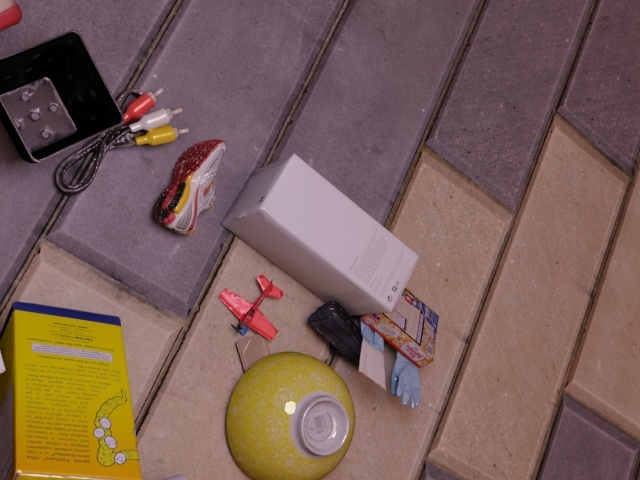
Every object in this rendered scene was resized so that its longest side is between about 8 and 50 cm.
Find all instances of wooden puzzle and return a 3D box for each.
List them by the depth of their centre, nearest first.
[{"bbox_3d":[-0.140,0.235,1.855,0.079,0.014,0.116,-10,89,-35],"label":"wooden puzzle"}]

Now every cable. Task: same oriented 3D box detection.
[{"bbox_3d":[-0.404,-0.206,1.724,0.287,0.072,0.139,-35,96,-29],"label":"cable"}]

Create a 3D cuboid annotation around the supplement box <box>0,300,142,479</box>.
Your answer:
[{"bbox_3d":[-0.434,0.302,1.461,0.195,0.194,0.356,13,36,-29],"label":"supplement box"}]

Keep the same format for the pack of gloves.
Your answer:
[{"bbox_3d":[0.143,0.258,1.957,0.195,0.046,0.232,37,34,-25],"label":"pack of gloves"}]

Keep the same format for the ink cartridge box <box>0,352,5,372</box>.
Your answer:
[{"bbox_3d":[-0.606,0.157,1.469,0.093,0.219,0.160,-16,92,-31],"label":"ink cartridge box"}]

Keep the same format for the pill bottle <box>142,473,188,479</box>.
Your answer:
[{"bbox_3d":[-0.363,0.523,1.604,0.272,0.152,0.152,-12,90,-31],"label":"pill bottle"}]

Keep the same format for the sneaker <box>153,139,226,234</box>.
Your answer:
[{"bbox_3d":[-0.255,-0.112,1.804,0.093,0.088,0.225,46,62,-40],"label":"sneaker"}]

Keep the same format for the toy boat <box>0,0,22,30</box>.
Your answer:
[{"bbox_3d":[-0.630,-0.349,1.589,0.231,0.151,0.151,-52,139,-24],"label":"toy boat"}]

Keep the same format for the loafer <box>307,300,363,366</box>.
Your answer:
[{"bbox_3d":[0.057,0.221,1.943,0.223,0.078,0.076,50,24,-30],"label":"loafer"}]

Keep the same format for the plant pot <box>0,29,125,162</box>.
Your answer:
[{"bbox_3d":[-0.503,-0.245,1.615,0.188,0.167,0.187,-32,99,-31],"label":"plant pot"}]

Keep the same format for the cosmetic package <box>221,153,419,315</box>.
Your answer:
[{"bbox_3d":[0.000,0.000,1.864,0.365,0.197,0.155,40,65,-22],"label":"cosmetic package"}]

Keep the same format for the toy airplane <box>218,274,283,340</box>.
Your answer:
[{"bbox_3d":[-0.133,0.137,1.855,0.151,0.028,0.151,9,71,-25],"label":"toy airplane"}]

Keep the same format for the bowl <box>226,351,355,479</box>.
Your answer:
[{"bbox_3d":[-0.030,0.372,1.810,0.290,0.156,0.289,4,83,-33],"label":"bowl"}]

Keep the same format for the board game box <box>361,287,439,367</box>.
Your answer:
[{"bbox_3d":[0.184,0.174,1.998,0.193,0.045,0.146,41,37,-20],"label":"board game box"}]
